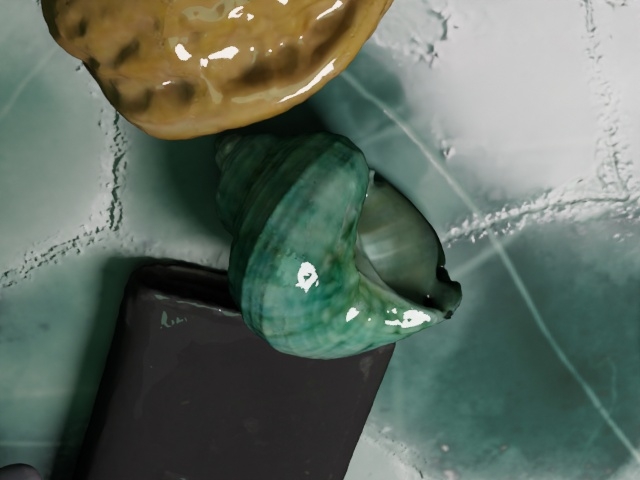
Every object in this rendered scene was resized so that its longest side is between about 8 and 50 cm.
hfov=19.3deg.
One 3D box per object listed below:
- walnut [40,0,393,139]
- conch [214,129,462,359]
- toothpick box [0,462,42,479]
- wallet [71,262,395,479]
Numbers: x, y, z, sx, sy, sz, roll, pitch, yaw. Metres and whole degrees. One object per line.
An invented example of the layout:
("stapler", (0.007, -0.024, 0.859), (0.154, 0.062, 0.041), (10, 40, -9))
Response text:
("walnut", (-0.063, -0.191, 1.276), (0.257, 0.257, 0.224), (-25, 152, 9))
("conch", (-0.003, -0.002, 1.443), (0.134, 0.196, 0.202), (-21, 98, 25))
("toothpick box", (-0.273, 0.298, 1.519), (0.316, 0.229, 0.229), (41, 111, 6))
("wallet", (-0.102, 0.216, 1.603), (0.228, 0.062, 0.406), (13, 119, -13))
